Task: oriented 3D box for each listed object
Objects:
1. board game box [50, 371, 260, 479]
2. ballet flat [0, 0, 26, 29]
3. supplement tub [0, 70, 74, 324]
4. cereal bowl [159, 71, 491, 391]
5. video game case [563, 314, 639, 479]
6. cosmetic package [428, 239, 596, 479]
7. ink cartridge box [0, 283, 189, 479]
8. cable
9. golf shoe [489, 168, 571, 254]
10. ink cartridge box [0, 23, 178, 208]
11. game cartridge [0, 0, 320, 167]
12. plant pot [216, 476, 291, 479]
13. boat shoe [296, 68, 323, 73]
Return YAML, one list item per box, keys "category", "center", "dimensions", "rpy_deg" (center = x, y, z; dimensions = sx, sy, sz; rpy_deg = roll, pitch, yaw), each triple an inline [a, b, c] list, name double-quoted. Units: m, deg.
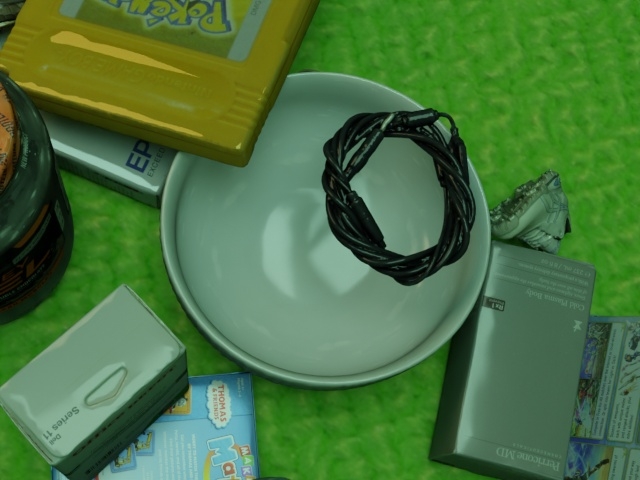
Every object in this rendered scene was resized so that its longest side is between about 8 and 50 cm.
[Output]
- category: "board game box"
  center: [-0.170, 0.224, 1.133]
  dimensions: [0.212, 0.039, 0.160]
  rpy_deg: [-4, 75, -8]
- category: "ballet flat"
  center: [-0.430, -0.223, 1.184]
  dimensions: [0.250, 0.084, 0.058]
  rpy_deg: [-8, 103, 9]
- category: "supplement tub"
  center: [-0.347, -0.044, 1.028]
  dimensions: [0.207, 0.338, 0.207]
  rpy_deg: [2, 75, -7]
- category: "cereal bowl"
  center: [0.000, 0.000, 1.166]
  dimensions: [0.339, 0.141, 0.338]
  rpy_deg: [2, 74, -7]
- category: "video game case"
  center: [0.355, 0.210, 1.113]
  dimensions: [0.061, 0.244, 0.269]
  rpy_deg: [30, 68, -39]
- category: "cosmetic package"
  center: [0.206, 0.134, 1.178]
  dimensions: [0.127, 0.107, 0.237]
  rpy_deg: [14, 70, -7]
- category: "ink cartridge box"
  center: [-0.205, 0.141, 1.023]
  dimensions: [0.153, 0.208, 0.087]
  rpy_deg: [-42, 81, -17]
- category: "cable"
  center: [0.077, -0.046, 1.092]
  dimensions: [0.151, 0.047, 0.184]
  rpy_deg: [1, 76, -8]
- category: "golf shoe"
  center: [0.241, -0.021, 1.206]
  dimensions: [0.176, 0.069, 0.086]
  rpy_deg: [-30, 92, -56]
- category: "ink cartridge box"
  center: [-0.263, -0.244, 1.237]
  dimensions: [0.330, 0.071, 0.324]
  rpy_deg: [23, 73, -2]
- category: "game cartridge"
  center: [-0.152, -0.253, 1.150]
  dimensions: [0.285, 0.052, 0.323]
  rpy_deg: [16, 64, 10]
- category: "plant pot"
  center: [-0.138, 0.357, 0.997]
  dimensions: [0.196, 0.293, 0.293]
  rpy_deg: [0, 73, 19]
- category: "boat shoe"
  center: [0.028, -0.156, 1.262]
  dimensions: [0.135, 0.045, 0.050]
  rpy_deg: [22, 73, -1]
